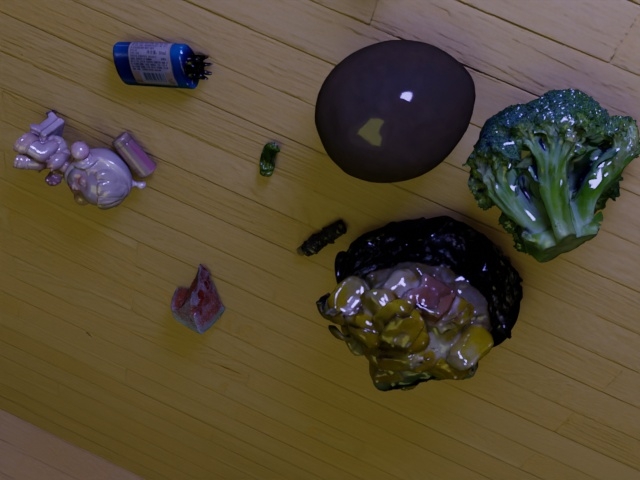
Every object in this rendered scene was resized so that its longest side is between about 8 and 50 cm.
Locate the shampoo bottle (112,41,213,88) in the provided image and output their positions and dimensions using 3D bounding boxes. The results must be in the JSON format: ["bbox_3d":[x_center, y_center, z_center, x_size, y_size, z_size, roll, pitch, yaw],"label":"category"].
[{"bbox_3d":[-0.282,-0.315,1.508,0.183,0.050,0.087,8,133,23],"label":"shampoo bottle"}]

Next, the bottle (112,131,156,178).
[{"bbox_3d":[-0.382,-0.174,1.716,0.045,0.045,0.096,-17,122,40],"label":"bottle"}]

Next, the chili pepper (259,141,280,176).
[{"bbox_3d":[-0.097,-0.156,1.593,0.030,0.034,0.091,0,143,-19],"label":"chili pepper"}]

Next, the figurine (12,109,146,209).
[{"bbox_3d":[-0.495,-0.146,1.752,0.257,0.144,0.182,31,120,0],"label":"figurine"}]

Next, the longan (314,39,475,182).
[{"bbox_3d":[0.116,-0.198,1.289,0.248,0.248,0.248,16,138,14],"label":"longan"}]

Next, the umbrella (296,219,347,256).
[{"bbox_3d":[0.000,0.000,1.690,0.037,0.040,0.144,31,142,-23],"label":"umbrella"}]

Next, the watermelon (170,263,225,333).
[{"bbox_3d":[-0.279,0.147,1.961,0.121,0.098,0.158,37,135,-11],"label":"watermelon"}]

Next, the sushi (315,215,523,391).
[{"bbox_3d":[0.185,0.148,1.552,0.328,0.285,0.328,-10,128,36],"label":"sushi"}]

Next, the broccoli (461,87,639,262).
[{"bbox_3d":[0.349,-0.091,1.253,0.265,0.245,0.294,-8,155,12],"label":"broccoli"}]
